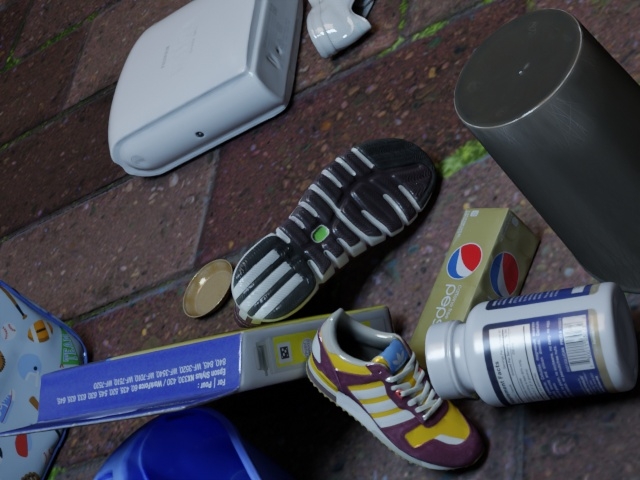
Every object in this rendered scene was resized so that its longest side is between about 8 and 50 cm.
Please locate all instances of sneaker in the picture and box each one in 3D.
[{"bbox_3d":[0.030,-0.337,1.743,0.094,0.080,0.212,-22,49,17],"label":"sneaker"},{"bbox_3d":[0.000,0.000,1.432,0.281,0.106,0.162,-38,-7,-22],"label":"sneaker"},{"bbox_3d":[0.071,0.136,1.161,0.069,0.185,0.084,-49,-15,-41],"label":"sneaker"}]

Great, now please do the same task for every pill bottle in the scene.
[{"bbox_3d":[0.182,0.094,1.113,0.169,0.094,0.094,-10,49,24],"label":"pill bottle"}]

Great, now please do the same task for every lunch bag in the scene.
[{"bbox_3d":[-0.434,0.194,1.598,0.115,0.243,0.303,-14,49,40],"label":"lunch bag"}]

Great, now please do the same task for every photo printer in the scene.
[{"bbox_3d":[-0.175,-0.237,1.832,0.307,0.107,0.256,-23,43,33],"label":"photo printer"}]

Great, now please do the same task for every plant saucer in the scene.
[{"bbox_3d":[-0.136,0.062,1.590,0.083,0.015,0.083,-30,39,28],"label":"plant saucer"}]

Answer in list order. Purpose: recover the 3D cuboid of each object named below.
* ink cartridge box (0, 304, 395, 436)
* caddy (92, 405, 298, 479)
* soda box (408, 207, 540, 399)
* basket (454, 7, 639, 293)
[{"bbox_3d":[-0.133,0.132,1.295,0.303,0.307,0.072,-14,82,39],"label":"ink cartridge box"},{"bbox_3d":[-0.123,0.308,1.206,0.241,0.179,0.341,-46,35,4],"label":"caddy"},{"bbox_3d":[0.146,0.059,1.241,0.058,0.061,0.181,0,58,47],"label":"soda box"},{"bbox_3d":[0.234,-0.084,1.135,0.154,0.227,0.204,-45,36,8],"label":"basket"}]
